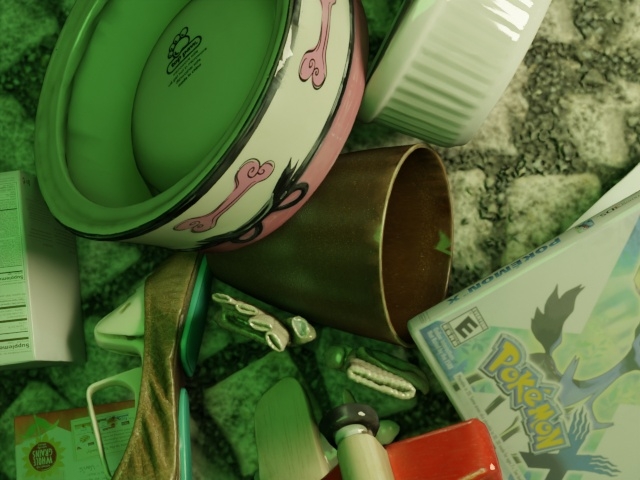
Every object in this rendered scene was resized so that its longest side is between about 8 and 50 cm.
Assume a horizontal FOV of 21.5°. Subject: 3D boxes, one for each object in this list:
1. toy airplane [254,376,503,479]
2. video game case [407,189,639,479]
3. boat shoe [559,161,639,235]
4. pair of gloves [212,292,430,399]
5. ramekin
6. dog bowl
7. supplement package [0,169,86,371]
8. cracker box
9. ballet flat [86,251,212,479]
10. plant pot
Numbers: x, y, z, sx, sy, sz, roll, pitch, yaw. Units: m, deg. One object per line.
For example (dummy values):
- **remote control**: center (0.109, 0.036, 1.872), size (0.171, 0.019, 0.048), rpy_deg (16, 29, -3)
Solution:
- **toy airplane**: center (0.018, 0.348, 1.722), size (0.384, 0.272, 0.386), rpy_deg (7, 77, 51)
- **video game case**: center (0.296, 0.145, 1.757), size (0.300, 0.036, 0.329), rpy_deg (-30, 110, 4)
- **boat shoe**: center (0.295, 0.045, 1.795), size (0.119, 0.121, 0.335), rpy_deg (44, 90, 13)
- **pair of gloves**: center (0.003, 0.113, 1.788), size (0.240, 0.204, 0.042), rpy_deg (22, 88, 10)
- **ramekin**: center (0.146, -0.222, 1.775), size (0.127, 0.273, 0.273), rpy_deg (28, 89, -4)
- **dog bowl**: center (-0.119, -0.167, 1.766), size (0.408, 0.150, 0.408), rpy_deg (-25, 53, 38)
- **supplement package**: center (-0.361, 0.041, 1.848), size (0.149, 0.194, 0.203), rpy_deg (-7, 84, 8)
- **cracker box**: center (-0.250, 0.302, 1.854), size (0.156, 0.067, 0.232), rpy_deg (-8, 71, 7)
- **ballet flat**: center (-0.188, 0.149, 1.817), size (0.124, 0.116, 0.342), rpy_deg (3, 68, 2)
- **plant pot**: center (0.000, 0.000, 1.814), size (0.230, 0.215, 0.215), rpy_deg (3, 86, 24)
